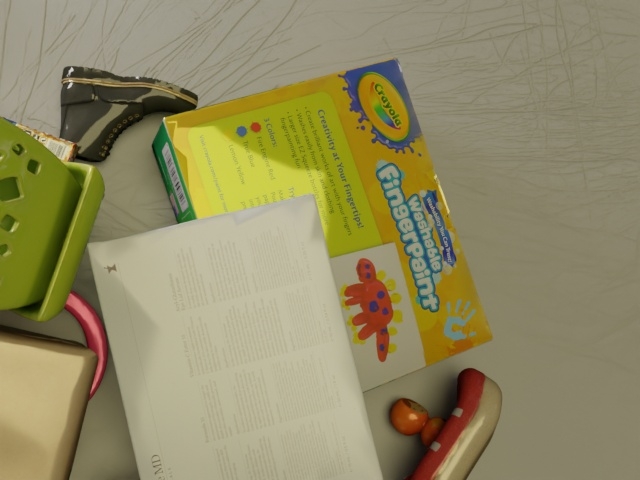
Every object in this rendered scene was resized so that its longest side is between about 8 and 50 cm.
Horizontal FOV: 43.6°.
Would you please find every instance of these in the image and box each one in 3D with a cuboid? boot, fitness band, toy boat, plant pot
[{"bbox_3d":[-0.286,-0.170,1.179,0.197,0.077,0.137,7,84,-3],"label":"boot"},{"bbox_3d":[-0.437,0.152,1.082,0.290,0.054,0.209,2,81,-16],"label":"fitness band"},{"bbox_3d":[0.177,0.293,1.231,0.151,0.151,0.231,31,71,19],"label":"toy boat"},{"bbox_3d":[-0.403,-0.026,0.955,0.207,0.228,0.227,22,82,-41],"label":"plant pot"}]

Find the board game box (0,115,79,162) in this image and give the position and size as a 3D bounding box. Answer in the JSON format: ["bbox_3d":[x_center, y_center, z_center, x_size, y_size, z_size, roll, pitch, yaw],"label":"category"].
[{"bbox_3d":[-0.438,-0.068,1.098,0.146,0.045,0.194,21,85,-10],"label":"board game box"}]

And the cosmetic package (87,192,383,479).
[{"bbox_3d":[-0.106,0.156,1.003,0.284,0.097,0.377,-13,88,-12],"label":"cosmetic package"}]

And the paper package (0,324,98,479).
[{"bbox_3d":[-0.455,0.250,0.955,0.309,0.168,0.325,15,82,-15],"label":"paper package"}]

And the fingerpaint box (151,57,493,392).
[{"bbox_3d":[0.000,0.000,1.190,0.371,0.163,0.445,-19,89,-19],"label":"fingerpaint box"}]
